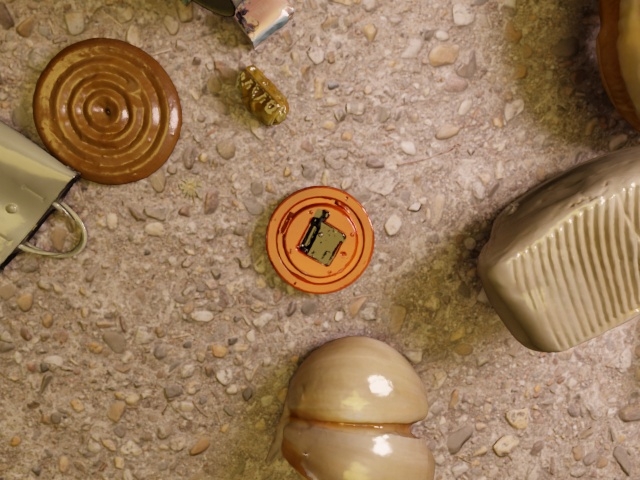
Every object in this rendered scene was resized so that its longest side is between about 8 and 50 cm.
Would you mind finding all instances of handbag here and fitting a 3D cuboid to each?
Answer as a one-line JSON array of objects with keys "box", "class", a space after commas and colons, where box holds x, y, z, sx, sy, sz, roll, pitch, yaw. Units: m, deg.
[{"box": [-0.558, -0.076, 0.751, 0.315, 0.109, 0.241, 41, 94, -10], "class": "handbag"}]

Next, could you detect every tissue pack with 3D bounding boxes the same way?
[{"box": [-0.100, -0.394, 0.763, 0.094, 0.059, 0.074, -38, 94, 1], "class": "tissue pack"}]

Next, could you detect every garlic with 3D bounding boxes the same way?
[{"box": [0.076, 0.342, 0.800, 0.312, 0.286, 0.249, 15, 140, 1], "class": "garlic"}]

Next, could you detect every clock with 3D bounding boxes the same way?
[{"box": [0.000, 0.000, 0.818, 0.205, 0.051, 0.205, 0, 97, -3], "class": "clock"}]

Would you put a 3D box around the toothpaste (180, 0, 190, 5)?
[{"box": [-0.298, -0.502, 0.754, 0.205, 0.036, 0.056, 41, 92, -11], "class": "toothpaste"}]

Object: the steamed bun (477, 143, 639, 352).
[{"box": [0.453, 0.004, 0.759, 0.383, 0.236, 0.247, -35, 100, 7], "class": "steamed bun"}]

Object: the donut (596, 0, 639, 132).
[{"box": [0.640, -0.359, 0.707, 0.448, 0.198, 0.449, -4, 99, -22], "class": "donut"}]

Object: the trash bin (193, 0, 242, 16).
[{"box": [-0.112, -0.592, 0.630, 0.280, 0.280, 0.432, 33, 94, -6], "class": "trash bin"}]

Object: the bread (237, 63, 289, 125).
[{"box": [-0.105, -0.254, 0.781, 0.110, 0.060, 0.066, 46, 62, -8], "class": "bread"}]

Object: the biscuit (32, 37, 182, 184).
[{"box": [-0.381, -0.229, 0.777, 0.261, 0.037, 0.262, 0, 97, -3], "class": "biscuit"}]
